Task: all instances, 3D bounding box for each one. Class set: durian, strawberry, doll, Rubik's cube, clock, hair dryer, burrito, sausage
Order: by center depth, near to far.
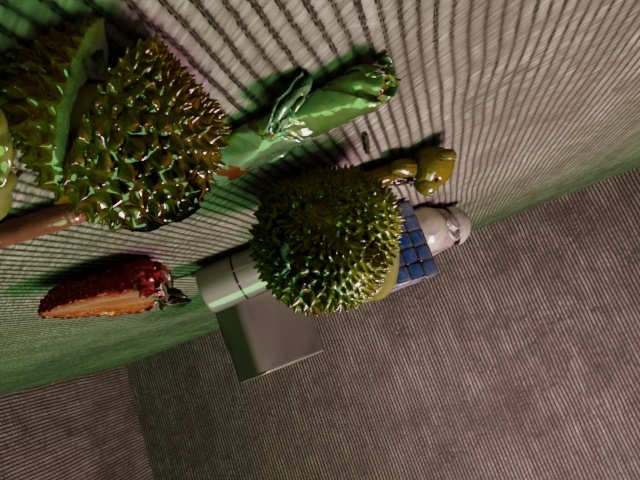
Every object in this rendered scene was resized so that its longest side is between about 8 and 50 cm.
[{"bbox_3d":[-0.175,-0.074,0.417,0.194,0.137,0.237,-21,169,7],"label":"durian"},{"bbox_3d":[-0.043,-0.145,0.530,0.288,0.054,0.104,-22,166,16],"label":"burrito"},{"bbox_3d":[-0.394,-0.015,0.576,0.158,0.036,0.042,-19,157,-4],"label":"sausage"},{"bbox_3d":[-0.003,0.000,0.759,0.291,0.290,0.225,-28,170,34],"label":"durian"},{"bbox_3d":[0.172,-0.125,0.879,0.210,0.097,0.137,-15,174,4],"label":"doll"},{"bbox_3d":[-0.419,0.095,0.903,0.287,0.106,0.188,-2,159,-18],"label":"strawberry"},{"bbox_3d":[-0.203,0.114,1.260,0.203,0.128,0.362,-24,170,-1],"label":"hair dryer"},{"bbox_3d":[0.161,0.044,1.281,0.237,0.237,0.238,-15,167,-17],"label":"Rubik's cube"},{"bbox_3d":[0.340,-0.006,1.540,0.326,0.183,0.342,-34,167,36],"label":"clock"}]

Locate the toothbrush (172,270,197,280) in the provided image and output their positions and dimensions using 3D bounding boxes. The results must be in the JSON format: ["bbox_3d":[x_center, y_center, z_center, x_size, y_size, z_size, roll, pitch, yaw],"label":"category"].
[{"bbox_3d":[-0.337,0.089,1.205,0.195,0.014,0.017,-12,163,-31],"label":"toothbrush"}]

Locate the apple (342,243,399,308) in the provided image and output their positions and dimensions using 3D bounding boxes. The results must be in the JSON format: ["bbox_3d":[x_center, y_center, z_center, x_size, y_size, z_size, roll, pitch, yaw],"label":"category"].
[{"bbox_3d":[0.048,0.028,1.024,0.280,0.278,0.279,-19,168,-4],"label":"apple"}]

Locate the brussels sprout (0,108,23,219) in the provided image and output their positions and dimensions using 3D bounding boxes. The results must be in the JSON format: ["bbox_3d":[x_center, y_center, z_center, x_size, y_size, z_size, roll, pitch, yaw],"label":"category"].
[{"bbox_3d":[-0.272,-0.075,0.251,0.146,0.131,0.183,-21,152,-33],"label":"brussels sprout"}]

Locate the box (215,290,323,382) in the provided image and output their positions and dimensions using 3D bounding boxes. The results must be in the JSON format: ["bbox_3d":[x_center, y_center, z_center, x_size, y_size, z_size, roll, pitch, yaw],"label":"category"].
[{"bbox_3d":[-0.190,0.295,1.588,0.178,0.343,0.352,-32,163,35],"label":"box"}]

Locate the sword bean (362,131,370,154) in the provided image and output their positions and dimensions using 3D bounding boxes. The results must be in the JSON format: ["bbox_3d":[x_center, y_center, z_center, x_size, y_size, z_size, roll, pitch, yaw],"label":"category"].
[{"bbox_3d":[0.079,-0.164,0.738,0.012,0.012,0.083,-21,168,4],"label":"sword bean"}]
